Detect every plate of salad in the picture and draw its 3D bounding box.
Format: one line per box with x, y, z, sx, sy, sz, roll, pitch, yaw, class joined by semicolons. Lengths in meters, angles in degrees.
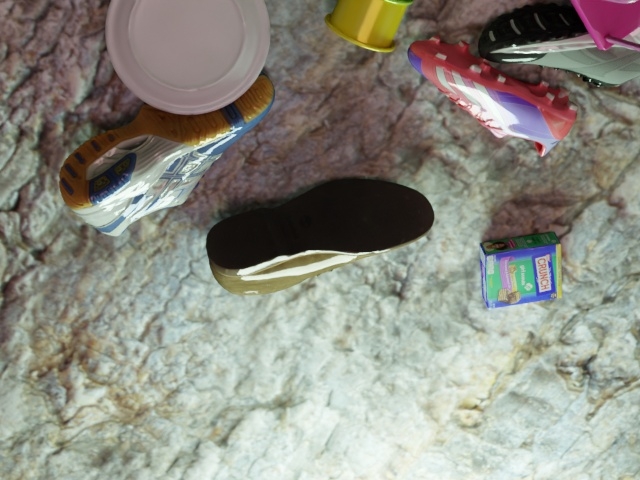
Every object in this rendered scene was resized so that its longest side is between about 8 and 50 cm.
-0.160;-0.253;1.793;0.200;0.048;0.199;0;96;-1;plate of salad

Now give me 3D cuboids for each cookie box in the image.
0.278;0.041;2.043;0.107;0.040;0.091;-9;120;-4;cookie box

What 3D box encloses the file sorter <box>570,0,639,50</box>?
0.363;-0.384;1.672;0.202;0.182;0.290;-36;108;-3;file sorter

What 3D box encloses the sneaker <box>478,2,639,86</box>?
0.333;-0.238;1.857;0.272;0.100;0.108;-3;125;-7;sneaker

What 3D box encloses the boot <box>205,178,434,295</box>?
0.000;0.000;1.965;0.305;0.112;0.115;-12;151;-6;boot

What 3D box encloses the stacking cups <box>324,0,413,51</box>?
0.111;-0.379;1.742;0.096;0.096;0.316;18;116;-18;stacking cups

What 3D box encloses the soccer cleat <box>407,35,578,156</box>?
0.213;-0.182;1.884;0.248;0.083;0.095;18;120;-21;soccer cleat

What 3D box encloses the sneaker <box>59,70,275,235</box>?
-0.184;-0.115;1.864;0.296;0.112;0.131;-29;148;1;sneaker
